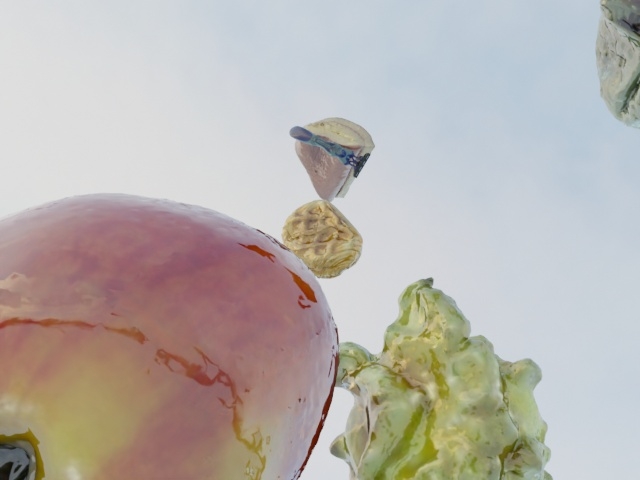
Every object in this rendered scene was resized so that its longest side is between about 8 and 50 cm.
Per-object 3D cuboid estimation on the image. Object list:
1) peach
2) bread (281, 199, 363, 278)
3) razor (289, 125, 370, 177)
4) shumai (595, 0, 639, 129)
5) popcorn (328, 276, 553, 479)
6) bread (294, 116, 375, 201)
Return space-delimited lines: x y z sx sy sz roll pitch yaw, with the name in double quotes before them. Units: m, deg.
"peach" -0.125 0.089 0.549 0.281 0.281 0.238 -33 -87 33
"bread" 0.000 0.000 1.136 0.083 0.111 0.044 -40 -35 -6
"razor" 0.006 -0.149 1.453 0.154 0.044 0.028 30 -4 31
"shumai" 0.449 -0.283 1.305 0.222 0.225 0.261 -3 -45 -27
"popcorn" 0.157 0.247 1.154 0.274 0.335 0.279 -17 -38 31
"bread" 0.020 -0.146 1.524 0.119 0.067 0.192 46 -28 5
